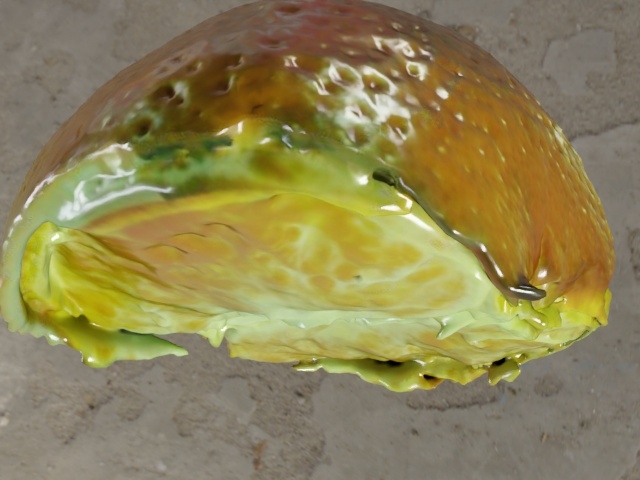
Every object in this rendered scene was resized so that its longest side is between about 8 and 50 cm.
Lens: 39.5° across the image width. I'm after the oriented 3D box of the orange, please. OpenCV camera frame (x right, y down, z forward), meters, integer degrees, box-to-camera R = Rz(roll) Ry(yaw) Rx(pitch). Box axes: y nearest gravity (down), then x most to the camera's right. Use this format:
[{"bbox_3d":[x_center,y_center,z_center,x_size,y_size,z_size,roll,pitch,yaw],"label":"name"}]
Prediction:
[{"bbox_3d":[-0.001,-0.009,0.475,0.262,0.335,0.196,-30,66,34],"label":"orange"}]
